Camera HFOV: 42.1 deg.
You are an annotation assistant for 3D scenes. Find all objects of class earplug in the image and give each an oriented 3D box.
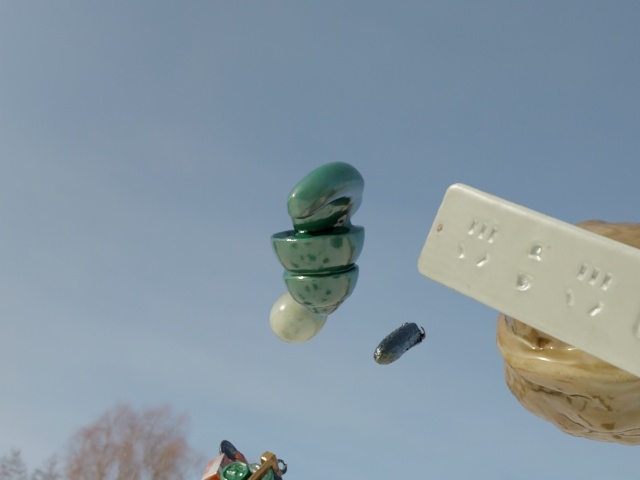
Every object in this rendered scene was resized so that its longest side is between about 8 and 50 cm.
[{"bbox_3d":[0.007,0.000,1.373,0.163,0.257,0.280,-9,-74,-14],"label":"earplug"}]

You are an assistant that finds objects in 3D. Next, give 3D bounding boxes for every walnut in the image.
[{"bbox_3d":[0.364,0.119,1.078,0.285,0.285,0.297,2,-64,19],"label":"walnut"}]

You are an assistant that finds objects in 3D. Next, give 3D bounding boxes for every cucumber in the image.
[{"bbox_3d":[0.188,0.245,1.997,0.067,0.245,0.067,3,-82,24],"label":"cucumber"}]

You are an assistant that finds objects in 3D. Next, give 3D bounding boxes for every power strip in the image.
[{"bbox_3d":[0.226,0.041,0.719,0.338,0.098,0.058,26,4,39],"label":"power strip"}]

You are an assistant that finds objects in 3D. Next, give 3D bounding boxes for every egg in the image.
[{"bbox_3d":[-0.043,0.158,1.773,0.114,0.152,0.114,16,-62,32],"label":"egg"}]

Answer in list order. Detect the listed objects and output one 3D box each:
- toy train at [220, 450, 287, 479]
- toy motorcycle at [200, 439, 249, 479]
[{"bbox_3d":[-0.100,0.383,1.120,0.136,0.227,0.091,12,-54,37],"label":"toy train"},{"bbox_3d":[-0.165,0.550,1.693,0.147,0.326,0.221,-32,-83,10],"label":"toy motorcycle"}]
